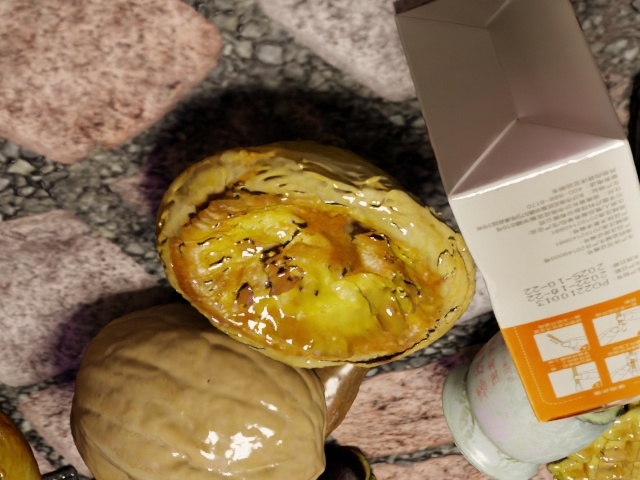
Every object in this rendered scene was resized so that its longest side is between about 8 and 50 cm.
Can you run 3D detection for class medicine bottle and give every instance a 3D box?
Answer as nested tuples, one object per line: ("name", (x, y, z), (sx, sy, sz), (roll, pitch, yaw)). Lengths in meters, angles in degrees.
("medicine bottle", (0.217, 0.160, 1.684), (0.147, 0.147, 0.143), (23, 136, -31))

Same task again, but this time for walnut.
("walnut", (-0.117, 0.176, 1.599), (0.261, 0.225, 0.225), (21, 139, 5))

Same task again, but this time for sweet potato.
("sweet potato", (-0.034, 0.192, 1.730), (0.097, 0.097, 0.292), (28, 130, -35))

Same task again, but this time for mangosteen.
("mangosteen", (0.008, 0.297, 1.856), (0.151, 0.137, 0.137), (-22, 155, -40))

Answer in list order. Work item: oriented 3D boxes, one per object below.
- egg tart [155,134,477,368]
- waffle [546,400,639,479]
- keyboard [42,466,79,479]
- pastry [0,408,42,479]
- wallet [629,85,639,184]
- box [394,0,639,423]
("egg tart", (0.000, 0.000, 1.451), (0.290, 0.115, 0.290), (9, 143, 7))
("waffle", (0.407, 0.247, 1.889), (0.262, 0.060, 0.280), (-29, 135, 30))
("keyboard", (-0.363, 0.317, 1.869), (0.204, 0.061, 0.013), (-20, 168, 16))
("pastry", (-0.463, 0.265, 1.711), (0.356, 0.164, 0.356), (-3, 143, -2))
("wallet", (0.485, -0.086, 1.488), (0.406, 0.062, 0.228), (-8, 141, 1))
("box", (0.192, -0.030, 1.380), (0.143, 0.225, 0.341), (-19, 139, 8))
